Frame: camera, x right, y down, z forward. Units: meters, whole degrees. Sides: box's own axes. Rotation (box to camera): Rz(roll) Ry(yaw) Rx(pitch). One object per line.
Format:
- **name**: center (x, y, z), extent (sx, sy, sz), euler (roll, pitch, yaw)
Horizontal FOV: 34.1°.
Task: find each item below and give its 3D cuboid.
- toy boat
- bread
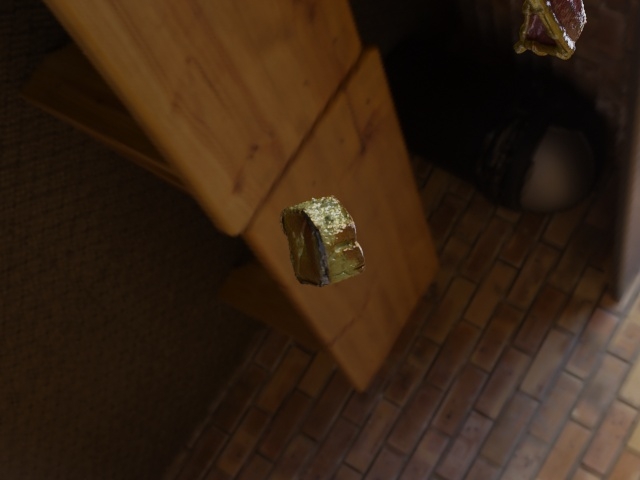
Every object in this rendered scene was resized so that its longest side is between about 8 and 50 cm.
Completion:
- **toy boat**: center (0.300, -0.314, 1.399), extent (0.099, 0.141, 0.318), euler (-26, 170, 10)
- **bread**: center (0.000, 0.000, 1.501), extent (0.069, 0.140, 0.128), euler (-18, 97, -22)
